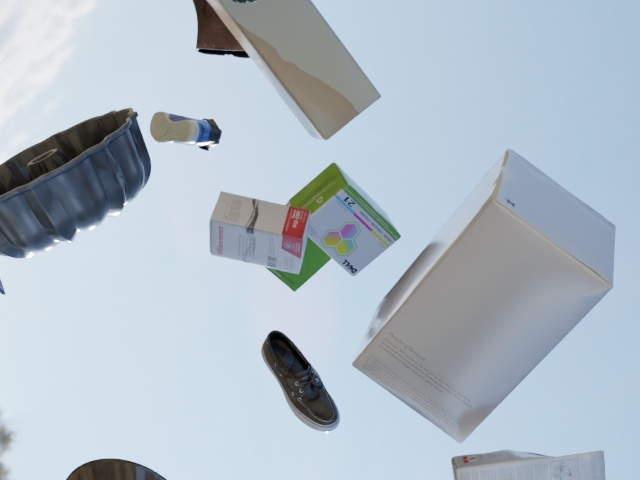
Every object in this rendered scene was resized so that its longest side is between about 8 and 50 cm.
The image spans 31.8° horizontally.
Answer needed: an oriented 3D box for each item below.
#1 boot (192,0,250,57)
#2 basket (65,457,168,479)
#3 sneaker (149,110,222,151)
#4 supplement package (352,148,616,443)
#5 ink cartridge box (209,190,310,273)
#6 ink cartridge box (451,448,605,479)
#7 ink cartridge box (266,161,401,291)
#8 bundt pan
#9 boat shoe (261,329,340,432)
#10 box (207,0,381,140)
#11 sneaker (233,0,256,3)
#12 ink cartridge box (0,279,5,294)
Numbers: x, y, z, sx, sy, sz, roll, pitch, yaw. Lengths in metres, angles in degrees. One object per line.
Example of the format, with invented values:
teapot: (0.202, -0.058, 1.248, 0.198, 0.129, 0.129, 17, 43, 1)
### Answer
boot: (-0.204, -0.432, 1.971, 0.090, 0.248, 0.206, 90, 8, -75)
basket: (-0.277, 0.438, 1.574, 0.154, 0.204, 0.227, -49, -162, 10)
sneaker: (-0.235, -0.193, 1.989, 0.152, 0.085, 0.058, 12, -86, 50)
supplement package: (0.204, 0.069, 1.388, 0.293, 0.175, 0.177, -53, -178, 29)
ink cartridge box: (-0.088, -0.011, 1.621, 0.099, 0.135, 0.056, 99, 5, -58)
ink cartridge box: (0.254, 0.322, 1.360, 0.179, 0.145, 0.045, -7, -168, -3)
ink cartridge box: (0.000, 0.000, 2.230, 0.255, 0.189, 0.097, -41, -144, 10)
bundt pan: (-0.412, -0.080, 1.780, 0.331, 0.124, 0.331, -23, -161, 8)
boat shoe: (-0.037, 0.265, 2.163, 0.080, 0.228, 0.076, -24, 152, -21)
box: (-0.050, -0.323, 1.837, 0.121, 0.311, 0.148, -39, -168, -3)
sneaker: (-0.050, -0.468, 1.548, 0.343, 0.134, 0.146, -46, -170, 36)
ink cartridge box: (-0.532, -0.069, 1.362, 0.072, 0.303, 0.307, -43, -146, 5)
